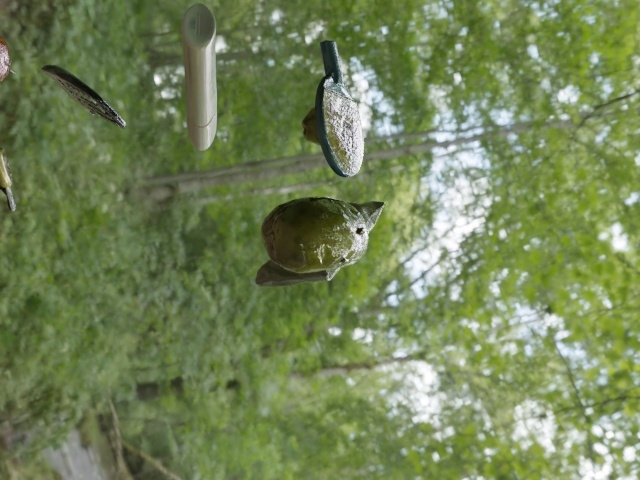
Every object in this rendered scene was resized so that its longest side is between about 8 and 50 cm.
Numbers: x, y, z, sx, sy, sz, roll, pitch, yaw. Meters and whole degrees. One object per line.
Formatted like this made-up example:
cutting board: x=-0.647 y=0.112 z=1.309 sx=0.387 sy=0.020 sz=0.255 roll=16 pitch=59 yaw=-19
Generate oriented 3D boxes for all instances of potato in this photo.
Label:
potato: x=-0.009 y=-0.012 z=1.511 sx=0.197 sy=0.228 sz=0.148 roll=37 pitch=-60 yaw=51

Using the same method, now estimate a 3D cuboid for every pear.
pear: x=0.018 y=-0.291 z=1.948 sx=0.107 sy=0.131 sz=0.107 roll=162 pitch=-90 yaw=-87

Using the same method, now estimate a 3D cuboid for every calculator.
calculator: x=-0.605 y=-0.369 z=2.009 sx=0.268 sy=0.040 sz=0.177 roll=35 pitch=-9 yaw=31

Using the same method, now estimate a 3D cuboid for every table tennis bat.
table tennis bat: x=0.040 y=-0.310 z=1.828 sx=0.044 sy=0.215 sz=0.329 roll=-11 pitch=-98 yaw=29

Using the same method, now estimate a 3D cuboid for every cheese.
cheese: x=-0.818 y=-0.155 z=2.012 sx=0.086 sy=0.036 sz=0.162 roll=-140 pitch=-140 yaw=-66

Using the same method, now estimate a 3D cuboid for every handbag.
handbag: x=-0.005 y=0.003 z=1.953 sx=0.253 sy=0.316 sz=0.109 roll=-11 pitch=-60 yaw=42

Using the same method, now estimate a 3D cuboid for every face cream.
face cream: x=-0.304 y=-0.407 z=1.969 sx=0.348 sy=0.081 sz=0.173 roll=100 pitch=-11 yaw=-53

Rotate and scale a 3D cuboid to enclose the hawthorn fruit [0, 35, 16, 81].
hawthorn fruit: x=-0.955 y=-0.505 z=2.166 sx=0.189 sy=0.251 sz=0.189 roll=-13 pitch=-110 yaw=38
